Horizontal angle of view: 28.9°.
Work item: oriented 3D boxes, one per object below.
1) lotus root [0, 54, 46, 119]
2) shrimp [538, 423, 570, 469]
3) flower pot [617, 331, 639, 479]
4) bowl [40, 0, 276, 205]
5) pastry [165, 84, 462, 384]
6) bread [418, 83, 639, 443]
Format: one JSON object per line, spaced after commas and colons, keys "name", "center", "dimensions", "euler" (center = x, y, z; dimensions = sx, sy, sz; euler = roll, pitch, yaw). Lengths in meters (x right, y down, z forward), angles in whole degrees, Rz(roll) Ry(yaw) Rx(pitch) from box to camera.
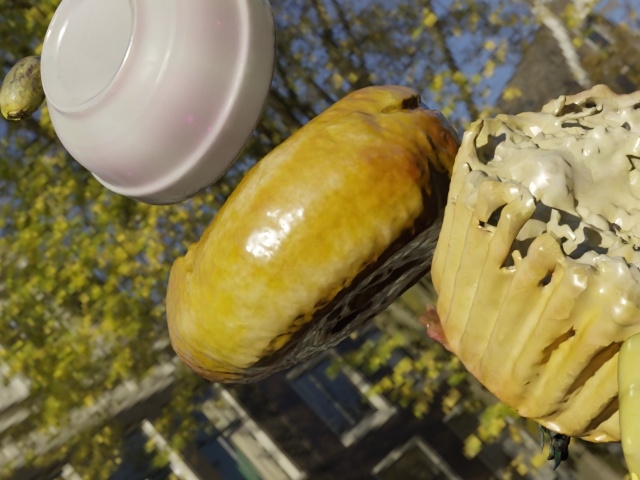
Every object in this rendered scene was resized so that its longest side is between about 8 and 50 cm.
{"name": "lotus root", "center": [-0.341, -0.182, 1.444], "dimensions": [0.054, 0.049, 0.099], "euler": [-30, 33, 47]}
{"name": "shrimp", "center": [0.262, 0.061, 1.012], "dimensions": [0.051, 0.198, 0.261], "euler": [-143, 55, -84]}
{"name": "flower pot", "center": [0.222, 0.101, 0.516], "dimensions": [0.179, 0.195, 0.195], "euler": [-9, -11, 17]}
{"name": "bowl", "center": [-0.196, -0.193, 1.337], "dimensions": [0.144, 0.287, 0.287], "euler": [19, -63, -46]}
{"name": "pastry", "center": [0.000, 0.000, 1.165], "dimensions": [0.356, 0.164, 0.356], "euler": [-36, -9, -6]}
{"name": "bread", "center": [0.200, 0.014, 0.773], "dimensions": [0.274, 0.274, 0.149], "euler": [-25, -34, -45]}
